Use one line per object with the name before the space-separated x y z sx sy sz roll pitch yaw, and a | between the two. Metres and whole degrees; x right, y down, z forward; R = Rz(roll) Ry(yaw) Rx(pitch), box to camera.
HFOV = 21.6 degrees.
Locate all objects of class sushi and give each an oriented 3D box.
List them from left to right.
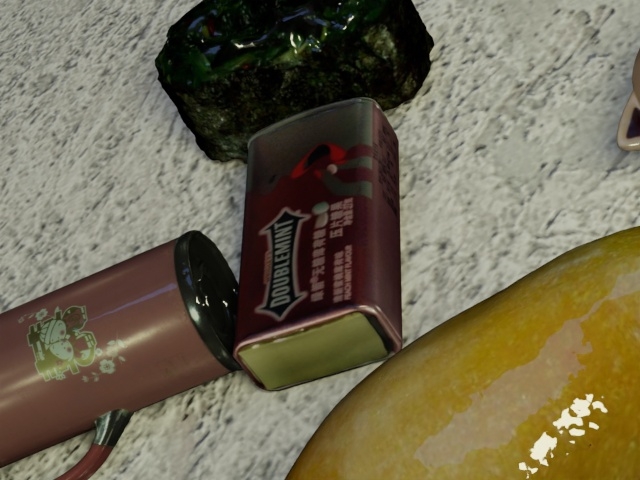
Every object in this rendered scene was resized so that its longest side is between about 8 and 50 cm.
sushi | -0.024 -0.158 1.384 0.225 0.127 0.124 -16 42 23

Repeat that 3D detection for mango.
mango | 0.101 0.140 0.874 0.384 0.221 0.199 -55 20 19

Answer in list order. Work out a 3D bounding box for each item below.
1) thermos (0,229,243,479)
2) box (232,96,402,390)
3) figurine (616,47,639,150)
thermos | -0.213 0.116 1.258 0.330 0.136 0.109 -23 12 13
box | 0.000 0.000 1.251 0.120 0.069 0.224 -16 43 19
figurine | 0.274 -0.108 1.133 0.125 0.125 0.138 8 70 39
